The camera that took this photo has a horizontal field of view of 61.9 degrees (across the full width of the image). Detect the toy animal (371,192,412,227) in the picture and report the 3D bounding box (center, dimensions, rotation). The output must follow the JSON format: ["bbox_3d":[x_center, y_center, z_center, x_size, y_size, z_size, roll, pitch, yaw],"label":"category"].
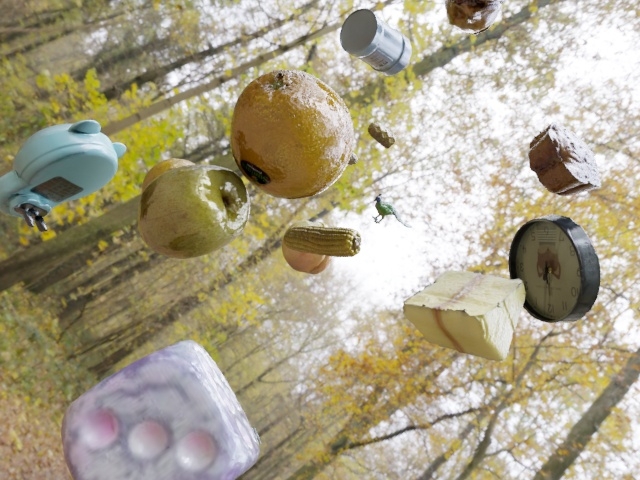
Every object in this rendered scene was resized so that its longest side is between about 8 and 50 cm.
[{"bbox_3d":[0.202,-0.070,1.611,0.217,0.075,0.041,38,22,-45],"label":"toy animal"}]

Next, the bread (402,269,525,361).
[{"bbox_3d":[0.394,0.160,1.467,0.263,0.236,0.198,7,-34,45],"label":"bread"}]

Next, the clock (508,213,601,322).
[{"bbox_3d":[0.680,0.085,1.579,0.325,0.067,0.325,175,-90,-73],"label":"clock"}]

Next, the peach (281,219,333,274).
[{"bbox_3d":[-0.038,0.024,1.750,0.184,0.184,0.184,44,-27,30],"label":"peach"}]

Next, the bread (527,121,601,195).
[{"bbox_3d":[0.720,-0.238,1.572,0.135,0.246,0.232,-35,-113,42],"label":"bread"}]

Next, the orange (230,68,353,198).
[{"bbox_3d":[-0.061,-0.224,1.136,0.274,0.274,0.274,44,-27,30],"label":"orange"}]

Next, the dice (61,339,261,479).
[{"bbox_3d":[-0.289,0.366,1.003,0.270,0.271,0.270,57,-10,11],"label":"dice"}]

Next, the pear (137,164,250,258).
[{"bbox_3d":[-0.268,-0.060,1.111,0.211,0.228,0.188,-12,-87,25],"label":"pear"}]

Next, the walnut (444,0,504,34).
[{"bbox_3d":[0.334,-0.524,1.162,0.137,0.245,0.137,5,-50,6],"label":"walnut"}]

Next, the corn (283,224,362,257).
[{"bbox_3d":[0.000,0.000,1.358,0.231,0.080,0.080,5,-53,35],"label":"corn"}]

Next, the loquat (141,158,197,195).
[{"bbox_3d":[-0.458,-0.148,1.702,0.235,0.235,0.235,44,-27,30],"label":"loquat"}]

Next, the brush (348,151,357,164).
[{"bbox_3d":[-0.039,-0.261,1.468,0.299,0.039,0.042,17,10,9],"label":"brush"}]

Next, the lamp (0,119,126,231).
[{"bbox_3d":[-0.578,-0.151,1.171,0.147,0.284,0.209,41,-5,15],"label":"lamp"}]

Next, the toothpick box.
[{"bbox_3d":[0.126,-0.444,1.203,0.101,0.153,0.101,-4,-97,38],"label":"toothpick box"}]

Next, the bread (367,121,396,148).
[{"bbox_3d":[0.221,-0.389,1.956,0.110,0.060,0.066,35,8,-10],"label":"bread"}]
